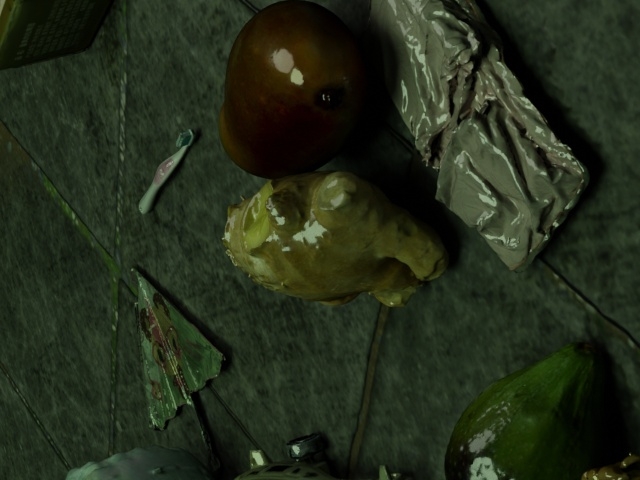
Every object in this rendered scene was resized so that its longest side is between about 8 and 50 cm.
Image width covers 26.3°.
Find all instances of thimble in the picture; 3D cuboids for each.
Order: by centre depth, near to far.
[{"bbox_3d":[-0.195,0.348,1.576,0.172,0.205,0.250,52,174,41],"label":"thimble"}]

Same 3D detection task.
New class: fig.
[{"bbox_3d":[0.162,0.145,0.997,0.123,0.123,0.156,34,94,48],"label":"fig"}]

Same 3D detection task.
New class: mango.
[{"bbox_3d":[-0.025,-0.124,1.132,0.133,0.111,0.267,63,161,1],"label":"mango"}]

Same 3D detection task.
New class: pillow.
[{"bbox_3d":[0.099,-0.101,1.007,0.248,0.049,0.135,61,153,24],"label":"pillow"}]

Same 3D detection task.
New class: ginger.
[{"bbox_3d":[0.000,0.000,1.142,0.216,0.157,0.102,-18,56,55],"label":"ginger"}]

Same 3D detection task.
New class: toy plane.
[{"bbox_3d":[-0.007,0.242,1.324,0.286,0.108,0.092,-14,92,48],"label":"toy plane"}]

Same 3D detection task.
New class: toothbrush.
[{"bbox_3d":[-0.169,-0.073,1.499,0.017,0.022,0.204,68,153,14],"label":"toothbrush"}]

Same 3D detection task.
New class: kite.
[{"bbox_3d":[-0.174,0.149,1.632,0.268,0.013,0.323,66,152,14],"label":"kite"}]

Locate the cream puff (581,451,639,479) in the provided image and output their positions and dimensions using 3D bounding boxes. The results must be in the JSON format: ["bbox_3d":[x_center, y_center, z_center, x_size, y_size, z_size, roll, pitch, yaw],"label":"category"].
[{"bbox_3d":[0.221,0.210,0.906,0.144,0.103,0.126,49,131,7],"label":"cream puff"}]

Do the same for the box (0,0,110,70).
[{"bbox_3d":[-0.323,-0.438,1.444,0.373,0.138,0.420,66,151,11],"label":"box"}]
